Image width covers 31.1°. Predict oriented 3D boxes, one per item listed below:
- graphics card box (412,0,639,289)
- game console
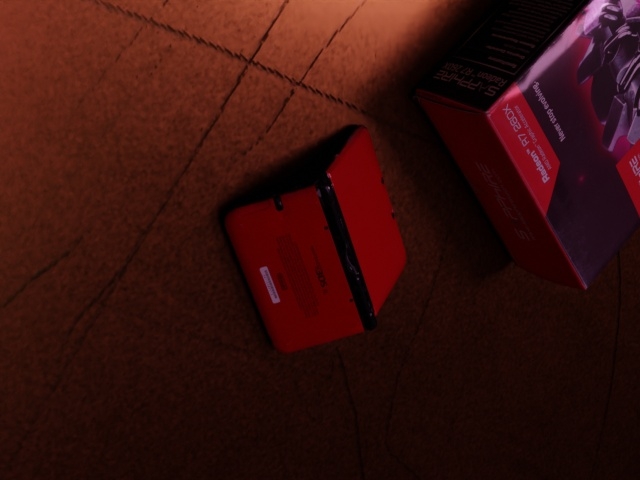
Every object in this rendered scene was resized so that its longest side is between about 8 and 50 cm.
[{"bbox_3d":[0.273,-0.165,1.001,0.371,0.094,0.232,-47,128,-13],"label":"graphics card box"},{"bbox_3d":[0.000,0.000,0.917,0.124,0.085,0.144,-17,122,5],"label":"game console"}]
